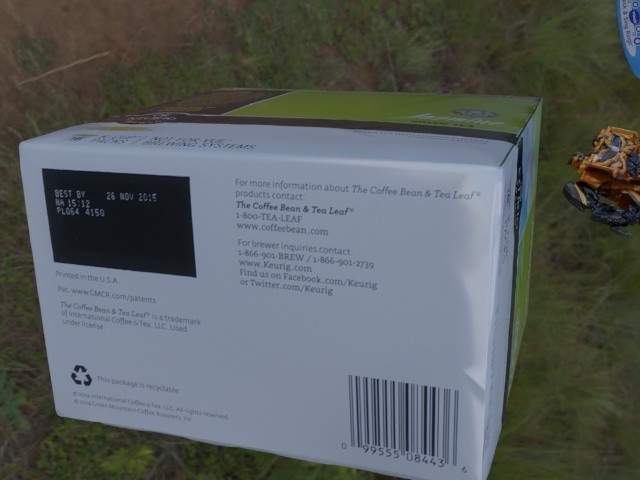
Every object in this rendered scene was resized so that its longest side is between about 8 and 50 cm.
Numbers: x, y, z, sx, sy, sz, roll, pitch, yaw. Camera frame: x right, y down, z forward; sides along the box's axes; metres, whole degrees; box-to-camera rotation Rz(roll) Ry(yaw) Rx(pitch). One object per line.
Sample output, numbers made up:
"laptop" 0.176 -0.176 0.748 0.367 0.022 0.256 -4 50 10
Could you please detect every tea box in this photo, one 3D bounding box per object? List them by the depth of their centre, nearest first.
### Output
"tea box" 0.000 0.000 0.639 0.323 0.329 0.220 -42 134 -63

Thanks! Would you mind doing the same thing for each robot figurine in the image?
"robot figurine" 0.526 -0.084 1.191 0.211 0.291 0.085 -50 155 -34

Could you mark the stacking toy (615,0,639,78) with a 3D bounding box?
"stacking toy" 0.438 -0.230 0.688 0.165 0.302 0.175 -27 111 -31
